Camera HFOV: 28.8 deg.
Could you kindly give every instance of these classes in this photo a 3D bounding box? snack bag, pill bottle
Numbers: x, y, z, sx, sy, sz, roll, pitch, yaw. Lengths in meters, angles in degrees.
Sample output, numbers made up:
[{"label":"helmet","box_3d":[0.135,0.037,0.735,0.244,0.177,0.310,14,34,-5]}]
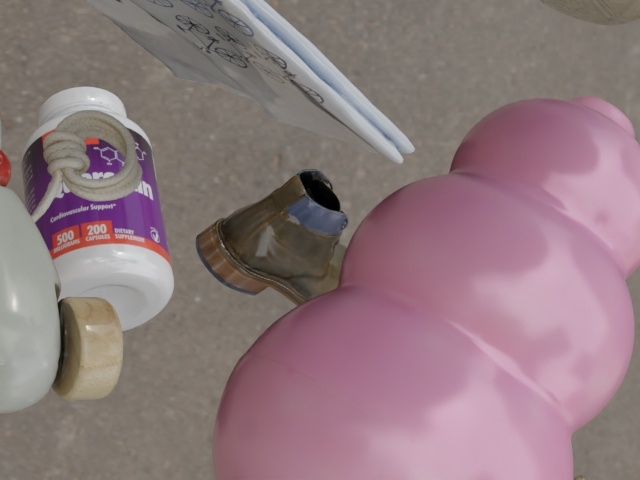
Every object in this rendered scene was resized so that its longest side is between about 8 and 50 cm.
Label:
[{"label":"snack bag","box_3d":[-0.119,-0.186,1.093,0.323,0.343,0.037,36,81,-49]},{"label":"pill bottle","box_3d":[-0.306,-0.047,1.680,0.181,0.181,0.322,27,39,-46]}]

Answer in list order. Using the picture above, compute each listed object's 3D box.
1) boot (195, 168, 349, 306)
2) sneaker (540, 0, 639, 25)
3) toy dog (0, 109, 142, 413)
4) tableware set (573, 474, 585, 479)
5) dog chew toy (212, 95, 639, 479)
[{"label":"boot","box_3d":[0.000,0.000,1.071,0.219,0.106,0.082,8,49,-58]},{"label":"sneaker","box_3d":[0.199,-0.189,0.802,0.058,0.152,0.084,21,87,-20]},{"label":"toy dog","box_3d":[-0.281,0.025,1.025,0.220,0.161,0.333,22,43,-25]},{"label":"tableware set","box_3d":[0.150,0.269,1.029,0.194,0.039,0.128,-29,148,5]},{"label":"dog chew toy","box_3d":[0.084,0.056,0.727,0.331,0.207,0.206,-57,133,-13]}]
